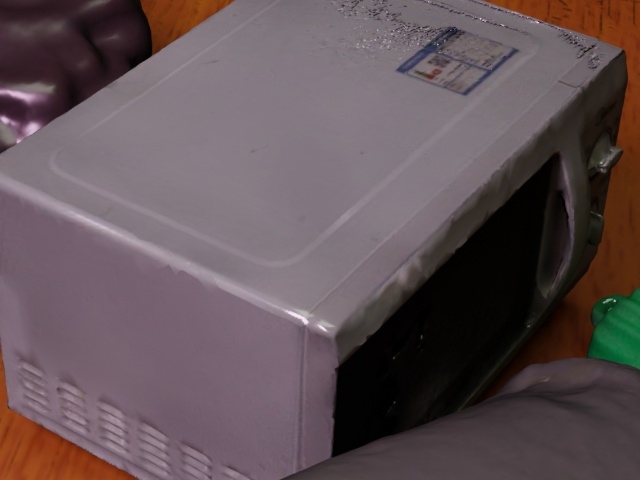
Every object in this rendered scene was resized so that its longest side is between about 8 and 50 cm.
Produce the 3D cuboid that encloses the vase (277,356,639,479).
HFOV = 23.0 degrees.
[{"bbox_3d":[0.041,0.170,0.614,0.291,0.245,0.245,-21,45,-34],"label":"vase"}]

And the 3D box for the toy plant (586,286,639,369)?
[{"bbox_3d":[0.189,0.085,0.830,0.143,0.105,0.200,-29,30,-16],"label":"toy plant"}]

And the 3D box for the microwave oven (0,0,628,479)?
[{"bbox_3d":[0.000,0.000,0.848,0.237,0.181,0.295,23,42,26],"label":"microwave oven"}]

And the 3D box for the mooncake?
[{"bbox_3d":[-0.241,-0.094,0.982,0.283,0.141,0.283,0,40,0],"label":"mooncake"}]
